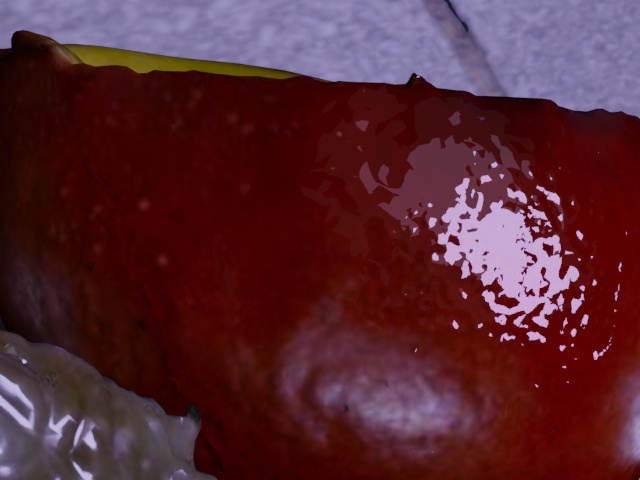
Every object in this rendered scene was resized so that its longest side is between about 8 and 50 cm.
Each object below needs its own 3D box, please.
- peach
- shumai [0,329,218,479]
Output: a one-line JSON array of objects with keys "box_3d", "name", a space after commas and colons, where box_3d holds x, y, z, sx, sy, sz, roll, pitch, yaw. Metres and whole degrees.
[{"box_3d": [0.000, 0.000, 0.607, 0.338, 0.281, 0.281, 43, 49, -3], "name": "peach"}, {"box_3d": [-0.166, 0.180, 0.418, 0.346, 0.217, 0.283, 34, 51, -21], "name": "shumai"}]
